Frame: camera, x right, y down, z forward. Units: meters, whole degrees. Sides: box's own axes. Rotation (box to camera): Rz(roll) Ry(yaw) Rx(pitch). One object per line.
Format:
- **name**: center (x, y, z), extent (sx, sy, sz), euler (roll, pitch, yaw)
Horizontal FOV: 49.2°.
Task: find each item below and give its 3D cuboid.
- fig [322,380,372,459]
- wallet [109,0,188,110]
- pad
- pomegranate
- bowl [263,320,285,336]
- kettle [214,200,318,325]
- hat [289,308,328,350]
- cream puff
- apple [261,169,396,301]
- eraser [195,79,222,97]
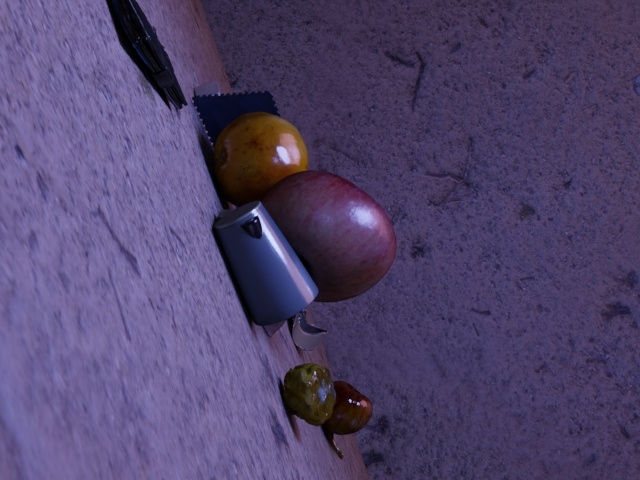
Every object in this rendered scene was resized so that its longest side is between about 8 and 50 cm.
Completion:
- **fig**: center (0.056, 0.556, 2.213), extent (0.175, 0.207, 0.175), euler (33, 6, -4)
- **wallet**: center (-0.339, -0.384, 1.374), extent (0.317, 0.044, 0.169), euler (76, -10, -79)
- **pad**: center (-0.208, -0.297, 1.960), extent (0.012, 0.269, 0.269), euler (-60, 143, -41)
- **pomegranate**: center (-0.154, -0.207, 1.828), extent (0.264, 0.264, 0.264), euler (-20, 90, -90)
- **bowl**: center (-0.119, 0.140, 1.764), extent (0.189, 0.086, 0.189), euler (160, -90, -90)
- **kettle**: center (-0.137, 0.039, 1.544), extent (0.243, 0.160, 0.210), euler (63, -17, -14)
- **hat**: center (-0.074, 0.302, 2.385), extent (0.166, 0.144, 0.173), euler (55, 49, -13)
- **cream puff**: center (-0.037, 0.350, 1.604), extent (0.146, 0.116, 0.146), euler (26, 59, -56)
- **apple**: center (0.000, 0.000, 1.672), extent (0.345, 0.269, 0.344), euler (34, -24, 17)
- **eraser**: center (-0.295, -0.339, 2.144), extent (0.124, 0.081, 0.279), euler (-110, 180, -57)
